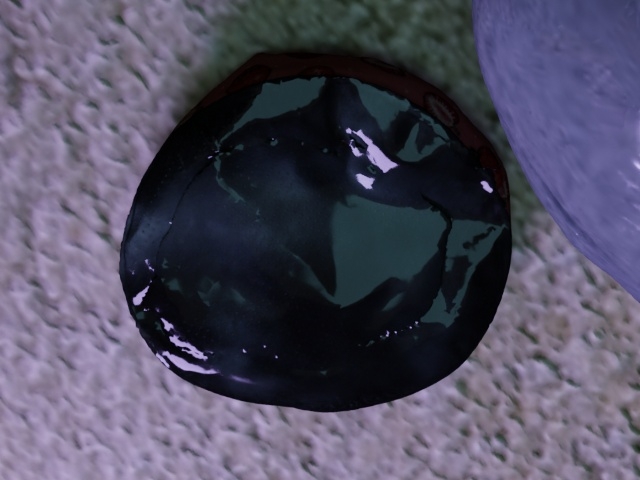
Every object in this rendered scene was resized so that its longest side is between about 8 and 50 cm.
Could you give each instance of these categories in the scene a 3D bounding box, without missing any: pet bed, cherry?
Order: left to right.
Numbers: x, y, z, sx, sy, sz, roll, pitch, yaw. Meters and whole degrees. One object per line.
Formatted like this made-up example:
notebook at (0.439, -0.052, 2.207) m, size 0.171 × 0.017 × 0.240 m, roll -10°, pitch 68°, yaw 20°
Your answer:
pet bed at (0.000, 0.000, 0.908) m, size 0.201 × 0.053 × 0.201 m, roll 1°, pitch 119°, yaw 2°
cherry at (0.187, -0.090, 0.755) m, size 0.255 × 0.218 × 0.296 m, roll 15°, pitch 132°, yaw 13°
